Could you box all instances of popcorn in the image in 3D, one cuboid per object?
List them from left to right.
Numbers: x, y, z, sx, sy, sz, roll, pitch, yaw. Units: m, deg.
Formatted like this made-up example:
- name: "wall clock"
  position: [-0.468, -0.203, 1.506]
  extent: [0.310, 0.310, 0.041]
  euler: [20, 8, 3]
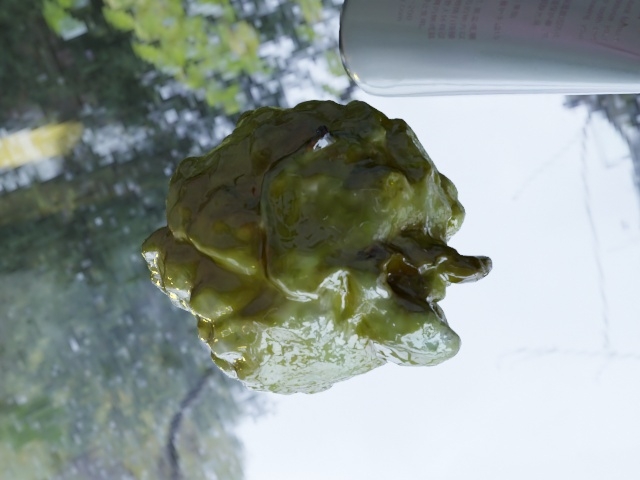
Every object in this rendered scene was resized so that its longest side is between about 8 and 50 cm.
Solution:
- name: "popcorn"
  position: [0.000, 0.000, 1.159]
  extent: [0.266, 0.192, 0.233]
  euler: [24, -122, 25]

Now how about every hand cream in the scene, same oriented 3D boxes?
- name: "hand cream"
  position: [0.187, -0.179, 1.284]
  extent: [0.359, 0.118, 0.185]
  euler: [3, -137, 33]
